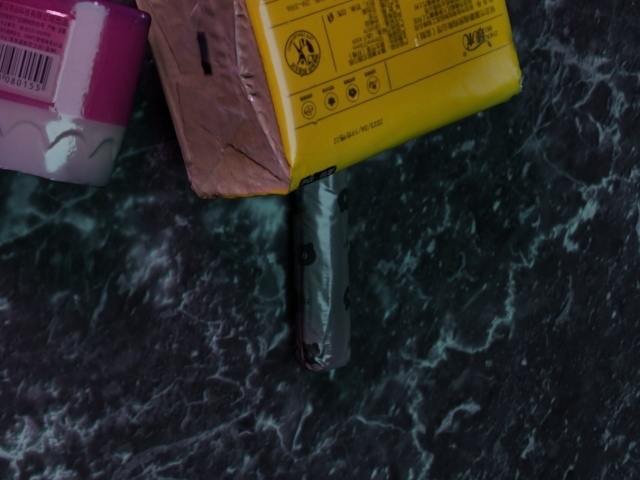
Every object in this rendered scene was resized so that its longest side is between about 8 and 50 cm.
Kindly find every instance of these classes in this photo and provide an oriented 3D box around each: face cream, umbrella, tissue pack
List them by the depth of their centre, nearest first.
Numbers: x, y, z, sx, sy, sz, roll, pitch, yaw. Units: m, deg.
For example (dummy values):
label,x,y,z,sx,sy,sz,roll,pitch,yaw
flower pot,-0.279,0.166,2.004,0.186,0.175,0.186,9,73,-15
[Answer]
label,x,y,z,sx,sy,sz,roll,pitch,yaw
face cream,-0.283,-0.168,1.773,0.175,0.175,0.195,11,96,-37
tissue pack,0.011,-0.241,1.904,0.382,0.228,0.293,-24,104,-36
umbrella,0.000,0.000,2.091,0.073,0.067,0.337,-15,109,-46
